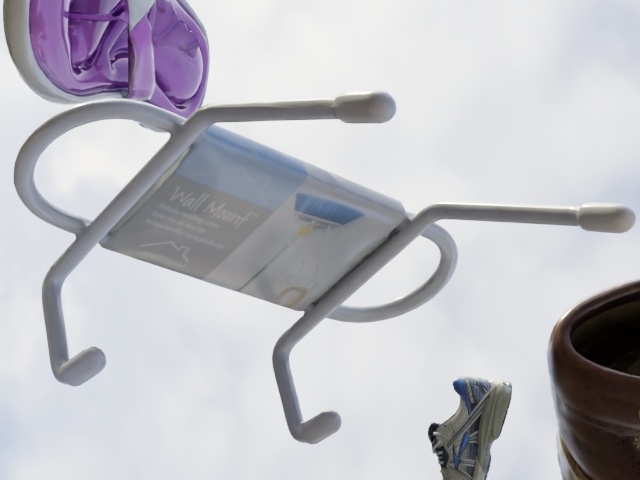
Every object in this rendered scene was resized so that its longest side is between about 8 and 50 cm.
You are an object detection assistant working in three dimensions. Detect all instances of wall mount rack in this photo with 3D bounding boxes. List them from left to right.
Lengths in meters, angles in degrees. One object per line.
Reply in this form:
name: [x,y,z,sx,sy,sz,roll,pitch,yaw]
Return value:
wall mount rack: [0.000,0.000,0.967,0.304,0.350,0.130,-42,-133,30]

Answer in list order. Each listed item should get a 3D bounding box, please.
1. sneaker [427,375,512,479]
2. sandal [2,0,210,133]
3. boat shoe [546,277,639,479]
sneaker: [0.113,0.174,1.283,0.052,0.058,0.135,73,34,-78]
sandal: [-0.146,-0.186,1.315,0.102,0.416,0.169,5,-92,13]
boat shoe: [0.248,0.027,0.554,0.123,0.341,0.123,69,16,-47]
